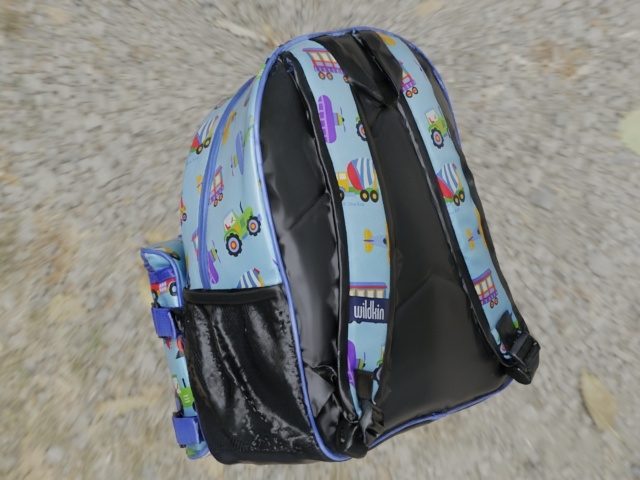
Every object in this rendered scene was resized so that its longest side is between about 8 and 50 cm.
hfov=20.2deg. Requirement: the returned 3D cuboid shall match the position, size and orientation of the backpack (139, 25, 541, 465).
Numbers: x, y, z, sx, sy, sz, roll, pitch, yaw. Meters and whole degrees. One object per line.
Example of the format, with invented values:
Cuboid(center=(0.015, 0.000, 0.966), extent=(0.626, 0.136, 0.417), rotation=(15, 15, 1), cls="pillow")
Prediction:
Cuboid(center=(0.000, 0.000, 0.783), extent=(0.117, 0.158, 0.173), rotation=(-10, 94, 41), cls="backpack")
